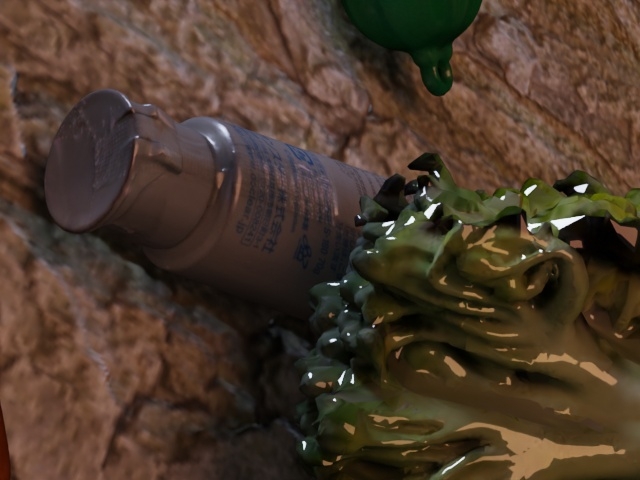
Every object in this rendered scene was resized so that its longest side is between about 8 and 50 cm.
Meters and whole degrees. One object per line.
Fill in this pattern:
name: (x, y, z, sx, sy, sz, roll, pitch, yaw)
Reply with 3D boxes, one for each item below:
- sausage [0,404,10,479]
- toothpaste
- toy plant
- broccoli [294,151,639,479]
sausage: (-0.160, 0.053, 0.443, 0.089, 0.089, 0.179, -10, 88, -45)
toothpaste: (0.000, 0.000, 0.634, 0.299, 0.073, 0.114, 20, 60, -44)
toy plant: (0.056, -0.189, 0.748, 0.143, 0.105, 0.200, -34, 113, -58)
broccoli: (0.128, 0.119, 0.585, 0.272, 0.324, 0.334, -3, 78, 2)
